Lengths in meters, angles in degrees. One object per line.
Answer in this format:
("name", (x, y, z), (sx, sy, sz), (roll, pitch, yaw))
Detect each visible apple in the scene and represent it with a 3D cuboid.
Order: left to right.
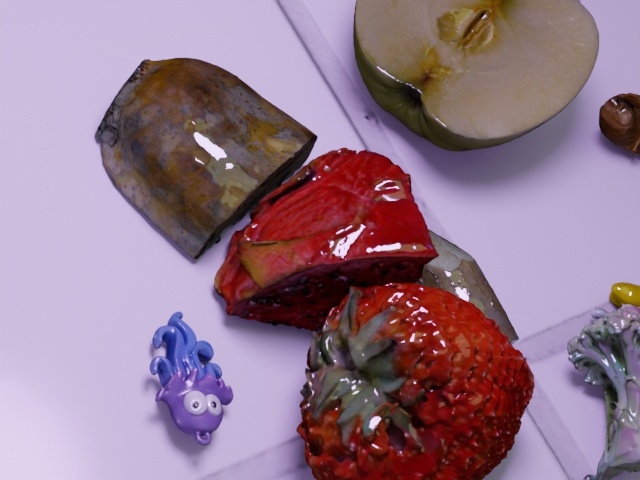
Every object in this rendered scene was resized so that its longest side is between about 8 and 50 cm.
("apple", (0.222, -0.311, 2.031), (0.360, 0.320, 0.312), (-47, 126, -27))

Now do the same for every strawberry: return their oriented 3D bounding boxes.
("strawberry", (0.132, 0.218, 1.691), (0.351, 0.267, 0.312), (19, 93, -46))

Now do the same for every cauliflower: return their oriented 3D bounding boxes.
("cauliflower", (0.471, 0.240, 1.874), (0.315, 0.239, 0.256), (-59, 138, -20))

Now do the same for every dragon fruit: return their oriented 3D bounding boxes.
("dragon fruit", (0.000, 0.000, 1.826), (0.302, 0.240, 0.330), (-7, 37, 1))

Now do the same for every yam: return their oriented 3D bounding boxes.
("yam", (0.186, 0.065, 1.890), (0.106, 0.106, 0.259), (-20, 72, -34))

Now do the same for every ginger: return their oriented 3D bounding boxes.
("ginger", (0.591, -0.177, 2.230), (0.309, 0.107, 0.133), (23, 44, -16))

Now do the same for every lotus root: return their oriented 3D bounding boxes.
("lotus root", (-0.167, -0.160, 1.833), (0.260, 0.149, 0.267), (43, 49, 4))

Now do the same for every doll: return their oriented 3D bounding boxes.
("doll", (-0.170, 0.174, 1.671), (0.110, 0.067, 0.206), (7, 47, -33))
("doll", (0.494, 0.127, 2.022), (0.135, 0.071, 0.113), (48, 60, 2))

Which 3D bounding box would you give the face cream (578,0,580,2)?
("face cream", (0.325, -0.361, 2.242), (0.274, 0.096, 0.154), (-36, 83, -24))
